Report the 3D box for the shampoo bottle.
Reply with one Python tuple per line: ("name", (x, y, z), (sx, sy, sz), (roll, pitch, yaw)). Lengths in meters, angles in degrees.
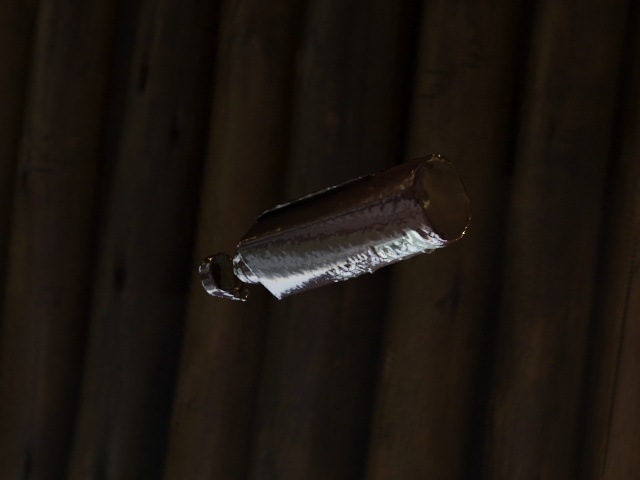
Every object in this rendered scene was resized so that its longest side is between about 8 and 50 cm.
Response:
("shampoo bottle", (0.002, 0.000, 0.989), (0.236, 0.067, 0.068), (-17, -56, 41))
